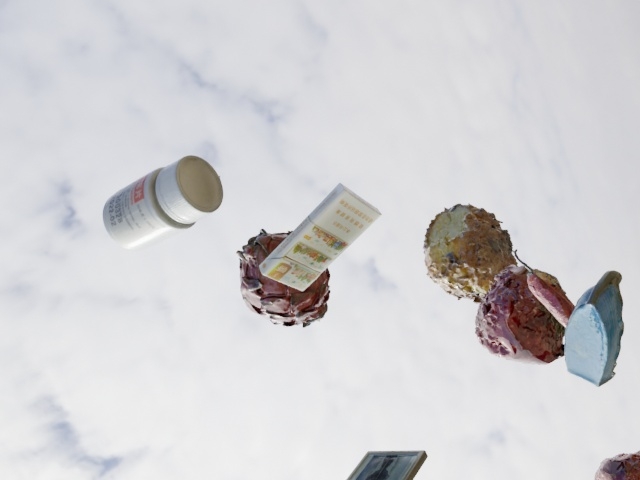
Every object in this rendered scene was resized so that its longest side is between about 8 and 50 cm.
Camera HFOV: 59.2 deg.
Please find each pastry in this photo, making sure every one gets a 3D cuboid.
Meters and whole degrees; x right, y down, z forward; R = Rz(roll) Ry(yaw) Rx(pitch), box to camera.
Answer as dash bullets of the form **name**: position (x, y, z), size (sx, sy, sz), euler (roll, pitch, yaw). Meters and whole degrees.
- **pastry**: position (0.547, 0.058, 2.027), size (0.337, 0.292, 0.405), euler (47, -152, -13)

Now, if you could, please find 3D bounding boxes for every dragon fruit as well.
- **dragon fruit**: position (-0.090, 0.089, 1.427), size (0.244, 0.244, 0.299), euler (-69, -34, -41)

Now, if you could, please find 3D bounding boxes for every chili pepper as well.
- **chili pepper**: position (0.470, 0.124, 1.109), size (0.268, 0.050, 0.059), euler (50, -162, 11)

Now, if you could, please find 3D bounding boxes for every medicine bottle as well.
- **medicine bottle**: position (-0.333, -0.075, 1.190), size (0.144, 0.252, 0.145), euler (28, -126, -46)

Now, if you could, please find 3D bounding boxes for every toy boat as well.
- **toy boat**: position (0.428, 0.134, 0.867), size (0.077, 0.075, 0.186), euler (-29, -57, -31)

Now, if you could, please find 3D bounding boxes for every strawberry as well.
- **strawberry**: position (0.516, 0.197, 1.477), size (0.274, 0.220, 0.274), euler (17, -116, -37)
- **strawberry**: position (0.805, 0.632, 1.405), size (0.288, 0.238, 0.250), euler (35, -104, -20)

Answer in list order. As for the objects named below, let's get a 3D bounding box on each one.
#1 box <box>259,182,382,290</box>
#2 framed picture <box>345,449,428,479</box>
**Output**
- **box**: position (0.000, -0.001, 1.047), size (0.122, 0.220, 0.032), euler (28, -156, -46)
- **framed picture**: position (0.091, 0.453, 1.024), size (0.203, 0.150, 0.015), euler (-35, -80, -45)
